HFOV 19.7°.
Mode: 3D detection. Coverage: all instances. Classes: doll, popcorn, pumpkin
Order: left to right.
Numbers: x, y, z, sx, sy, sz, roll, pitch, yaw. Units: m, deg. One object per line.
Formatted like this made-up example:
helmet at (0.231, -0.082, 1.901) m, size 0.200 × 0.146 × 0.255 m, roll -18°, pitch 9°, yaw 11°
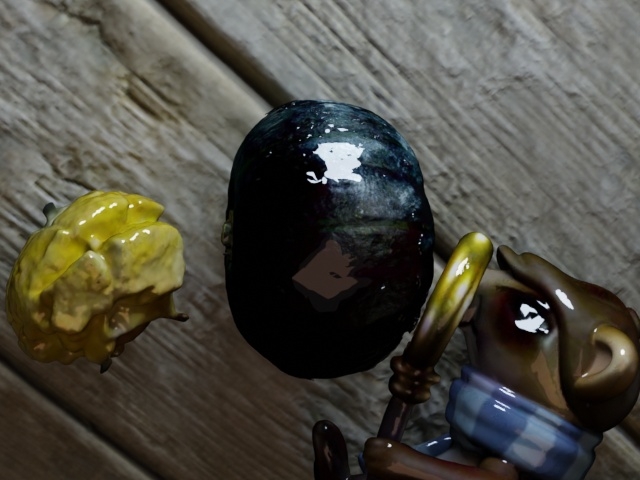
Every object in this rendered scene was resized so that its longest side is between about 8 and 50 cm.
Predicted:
popcorn at (-0.186, 0.031, 1.538) m, size 0.167 × 0.148 × 0.152 m, roll -40°, pitch 92°, yaw 27°
pumpkin at (0.000, 0.000, 1.505) m, size 0.163 × 0.233 × 0.233 m, roll 1°, pitch 117°, yaw -12°
doll at (0.134, 0.164, 1.636) m, size 0.209 × 0.318 × 0.340 m, roll 42°, pitch 101°, yaw 21°
